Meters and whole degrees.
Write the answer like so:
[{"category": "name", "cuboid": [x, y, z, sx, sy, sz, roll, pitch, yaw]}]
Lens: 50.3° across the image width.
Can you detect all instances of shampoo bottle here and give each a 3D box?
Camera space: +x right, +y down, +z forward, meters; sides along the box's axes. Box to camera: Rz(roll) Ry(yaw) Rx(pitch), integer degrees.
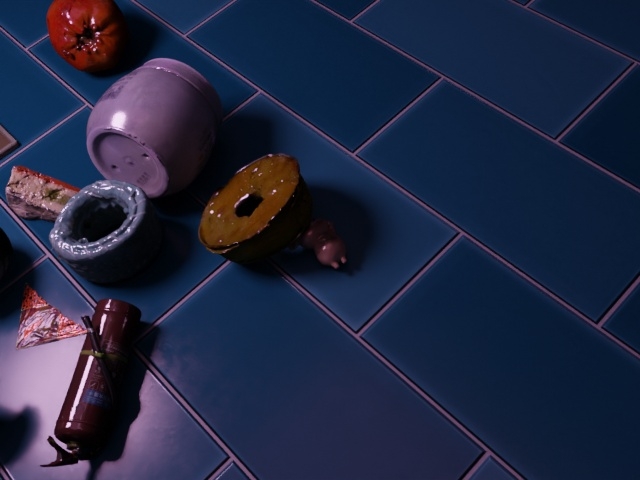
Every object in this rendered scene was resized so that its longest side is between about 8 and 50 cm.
[{"category": "shampoo bottle", "cuboid": [-0.374, -0.256, 1.565, 0.273, 0.273, 0.266, 15, 52, 17]}]

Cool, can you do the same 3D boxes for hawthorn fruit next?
[{"category": "hawthorn fruit", "cuboid": [-0.643, -0.595, 1.865, 0.211, 0.211, 0.299, -26, 48, -9]}]

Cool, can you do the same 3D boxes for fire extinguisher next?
[{"category": "fire extinguisher", "cuboid": [-0.446, 0.278, 1.324, 0.105, 0.141, 0.341, -13, 52, 32]}]

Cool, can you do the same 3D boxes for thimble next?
[{"category": "thimble", "cuboid": [-0.473, -0.016, 1.503, 0.235, 0.143, 0.198, -25, 57, -9]}]

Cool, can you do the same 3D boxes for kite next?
[{"category": "kite", "cuboid": [-0.613, 0.188, 1.474, 0.222, 0.008, 0.125, 29, 68, 23]}]

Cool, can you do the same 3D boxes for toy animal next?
[{"category": "toy animal", "cuboid": [-0.002, 0.005, 1.469, 0.150, 0.083, 0.089, 41, 115, 31]}]

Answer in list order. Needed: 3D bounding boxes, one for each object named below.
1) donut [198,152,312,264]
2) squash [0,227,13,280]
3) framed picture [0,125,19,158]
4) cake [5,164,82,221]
[{"category": "donut", "cuboid": [-0.134, -0.060, 1.477, 0.272, 0.107, 0.272, -23, 41, 21]}, {"category": "squash", "cuboid": [-0.783, 0.039, 1.484, 0.218, 0.218, 0.172, 8, 98, 12]}, {"category": "framed picture", "cuboid": [-0.975, -0.267, 1.802, 0.324, 0.020, 0.240, 38, 70, 27]}, {"category": "cake", "cuboid": [-0.640, -0.086, 1.631, 0.220, 0.117, 0.086, 23, 61, -17]}]
